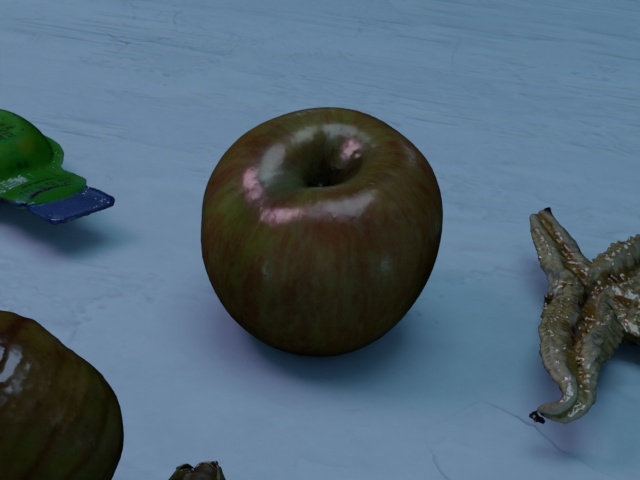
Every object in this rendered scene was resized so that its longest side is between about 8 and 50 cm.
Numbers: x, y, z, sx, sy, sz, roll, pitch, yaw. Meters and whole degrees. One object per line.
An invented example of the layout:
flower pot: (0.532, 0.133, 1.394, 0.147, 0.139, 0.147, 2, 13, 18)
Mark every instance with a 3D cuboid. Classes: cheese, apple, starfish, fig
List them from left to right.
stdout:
fig: (-0.288, 0.223, 1.653, 0.217, 0.217, 0.321, 7, 48, 3)
cheese: (-0.373, -0.084, 2.256, 0.320, 0.083, 0.204, 27, 34, 37)
apple: (0.000, 0.000, 2.040, 0.264, 0.264, 0.264, 4, 30, -2)
starfish: (0.362, 0.085, 2.088, 0.324, 0.082, 0.432, 7, 24, -5)

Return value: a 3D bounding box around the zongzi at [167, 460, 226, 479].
zongzi: (-0.158, 0.260, 1.705, 0.176, 0.078, 0.160, -4, 26, -10)
